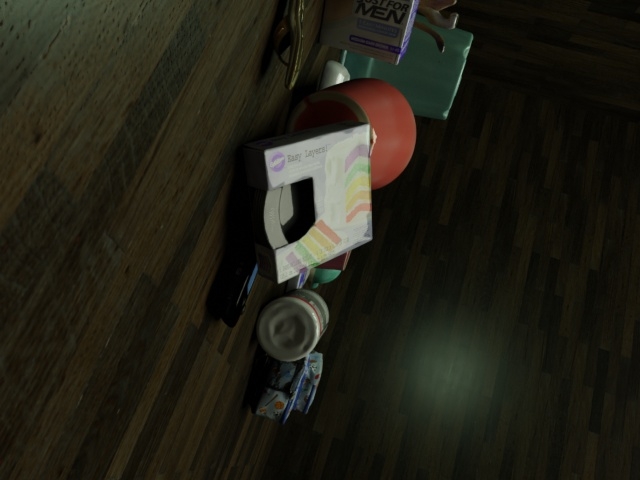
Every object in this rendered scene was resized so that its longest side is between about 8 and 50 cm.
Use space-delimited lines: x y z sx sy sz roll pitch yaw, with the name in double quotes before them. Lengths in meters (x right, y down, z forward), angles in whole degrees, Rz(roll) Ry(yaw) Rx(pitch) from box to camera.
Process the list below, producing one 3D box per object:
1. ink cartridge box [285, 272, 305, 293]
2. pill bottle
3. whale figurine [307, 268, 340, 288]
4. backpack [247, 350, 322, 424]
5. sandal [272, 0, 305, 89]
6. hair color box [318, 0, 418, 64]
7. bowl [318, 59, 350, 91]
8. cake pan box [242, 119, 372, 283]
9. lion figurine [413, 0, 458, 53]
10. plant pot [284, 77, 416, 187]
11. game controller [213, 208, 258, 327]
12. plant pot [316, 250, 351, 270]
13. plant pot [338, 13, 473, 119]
"ink cartridge box" -0.055 0.063 1.766 0.206 0.045 0.208 -58 166 -64
"pill bottle" -0.069 0.236 1.545 0.318 0.176 0.176 -9 116 -82
"whale figurine" 0.018 0.090 2.015 0.272 0.141 0.216 82 26 -78
"backpack" -0.113 0.446 1.672 0.263 0.213 0.276 -63 177 8
"sandal" -0.053 -0.334 0.837 0.072 0.049 0.180 -62 154 -83
"hair color box" 0.120 -0.554 1.052 0.110 0.185 0.338 -60 166 -51
"bowl" 0.034 -0.387 1.340 0.142 0.053 0.141 -51 156 -68
"cake pan box" -0.016 -0.077 0.952 0.267 0.070 0.245 -22 117 -38
"lion figurine" 0.196 -0.621 1.118 0.142 0.240 0.392 -51 151 -56
"plant pot" 0.057 -0.231 1.159 0.243 0.275 0.274 -29 137 -65
"game controller" -0.124 0.015 1.025 0.166 0.067 0.319 88 21 -70
"plant pot" 0.000 0.000 1.495 0.201 0.180 0.201 16 90 -83
"plant pot" 0.251 -0.525 1.543 0.341 0.334 0.341 17 90 -82
